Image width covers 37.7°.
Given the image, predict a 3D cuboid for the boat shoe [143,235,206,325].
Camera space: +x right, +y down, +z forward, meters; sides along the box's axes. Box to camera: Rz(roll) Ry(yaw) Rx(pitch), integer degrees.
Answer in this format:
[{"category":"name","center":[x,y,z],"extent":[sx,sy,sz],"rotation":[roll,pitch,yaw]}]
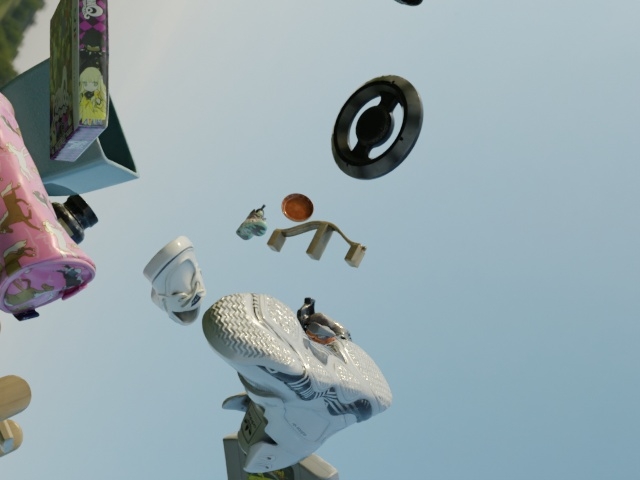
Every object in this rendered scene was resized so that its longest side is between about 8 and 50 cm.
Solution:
[{"category":"boat shoe","center":[-0.221,0.071,1.511],"extent":[0.095,0.084,0.258],"rotation":[-42,169,-15]}]

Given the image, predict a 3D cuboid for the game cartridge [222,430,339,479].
[{"category":"game cartridge","center":[-0.081,0.484,1.856],"extent":[0.294,0.060,0.196],"rotation":[9,-73,42]}]

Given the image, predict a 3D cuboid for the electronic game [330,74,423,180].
[{"category":"electronic game","center":[0.113,-0.233,1.924],"extent":[0.229,0.048,0.229],"rotation":[-16,-117,35]}]

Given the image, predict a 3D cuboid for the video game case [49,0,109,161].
[{"category":"video game case","center":[-0.325,-0.228,1.249],"extent":[0.232,0.041,0.210],"rotation":[167,-77,-65]}]

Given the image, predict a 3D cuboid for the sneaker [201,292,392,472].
[{"category":"sneaker","center":[-0.072,0.208,1.275],"extent":[0.210,0.365,0.137],"rotation":[-40,-130,16]}]

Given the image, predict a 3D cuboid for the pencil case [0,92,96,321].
[{"category":"pencil case","center":[-0.499,-0.069,1.478],"extent":[0.386,0.160,0.167],"rotation":[57,-35,22]}]

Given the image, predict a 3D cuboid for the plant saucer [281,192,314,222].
[{"category":"plant saucer","center":[-0.058,-0.081,2.365],"extent":[0.013,0.083,0.084],"rotation":[111,-3,-57]}]

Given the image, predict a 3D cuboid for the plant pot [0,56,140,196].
[{"category":"plant pot","center":[-0.563,-0.213,1.963],"extent":[0.252,0.247,0.248],"rotation":[-22,174,4]}]

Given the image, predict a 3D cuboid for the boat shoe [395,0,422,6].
[{"category":"boat shoe","center":[0.101,-0.605,2.012],"extent":[0.113,0.306,0.105],"rotation":[-38,-146,30]}]

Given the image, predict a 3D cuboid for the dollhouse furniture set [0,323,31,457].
[{"category":"dollhouse furniture set","center":[-0.623,0.188,1.744],"extent":[0.256,0.394,0.362],"rotation":[-22,166,-26]}]

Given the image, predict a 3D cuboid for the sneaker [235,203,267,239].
[{"category":"sneaker","center":[-0.116,-0.041,1.740],"extent":[0.098,0.038,0.069],"rotation":[-12,-139,56]}]

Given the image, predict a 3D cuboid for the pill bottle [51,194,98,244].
[{"category":"pill bottle","center":[-0.657,-0.016,2.287],"extent":[0.219,0.123,0.123],"rotation":[-41,-163,-18]}]

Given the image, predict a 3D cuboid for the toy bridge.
[{"category":"toy bridge","center":[0.000,0.000,1.503],"extent":[0.188,0.026,0.063],"rotation":[10,-117,39]}]

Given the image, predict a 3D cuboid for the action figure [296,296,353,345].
[{"category":"action figure","center":[0.012,0.315,2.210],"extent":[0.330,0.178,0.342],"rotation":[-22,114,-78]}]
